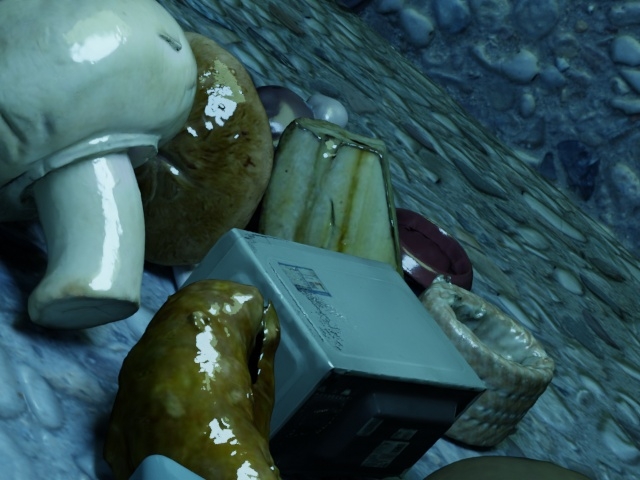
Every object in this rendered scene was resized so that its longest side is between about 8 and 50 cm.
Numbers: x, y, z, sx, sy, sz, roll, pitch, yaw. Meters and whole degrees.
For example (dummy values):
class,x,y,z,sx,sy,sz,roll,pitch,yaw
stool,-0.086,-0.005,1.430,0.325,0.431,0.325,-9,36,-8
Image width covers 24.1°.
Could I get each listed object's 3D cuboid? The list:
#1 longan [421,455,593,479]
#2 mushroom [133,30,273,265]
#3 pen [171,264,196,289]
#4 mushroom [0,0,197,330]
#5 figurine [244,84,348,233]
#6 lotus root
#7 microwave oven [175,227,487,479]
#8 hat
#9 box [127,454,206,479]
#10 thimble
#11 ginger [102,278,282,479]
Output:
class,x,y,z,sx,sy,sz,roll,pitch,yaw
longan,0.187,0.341,1.421,0.297,0.297,0.297,35,19,-14
mushroom,-0.187,-0.110,1.762,0.278,0.278,0.146,41,7,5
pen,-0.160,0.039,1.793,0.033,0.033,0.269,27,22,-33
mushroom,-0.292,-0.111,1.541,0.315,0.356,0.315,24,-16,7
figurine,-0.170,-0.149,1.953,0.365,0.218,0.206,29,52,-21
lotus root,0.021,0.006,1.885,0.210,0.314,0.142,4,3,-6
microwave oven,-0.006,0.137,1.635,0.295,0.181,0.237,14,34,-52
hat,0.142,0.032,2.294,0.205,0.089,0.205,30,24,-15
box,-0.093,0.284,1.187,0.227,0.162,0.130,34,9,-15
thimble,0.197,0.166,2.008,0.229,0.148,0.196,29,22,-23
ginger,-0.109,0.183,1.388,0.165,0.172,0.321,54,20,-48
